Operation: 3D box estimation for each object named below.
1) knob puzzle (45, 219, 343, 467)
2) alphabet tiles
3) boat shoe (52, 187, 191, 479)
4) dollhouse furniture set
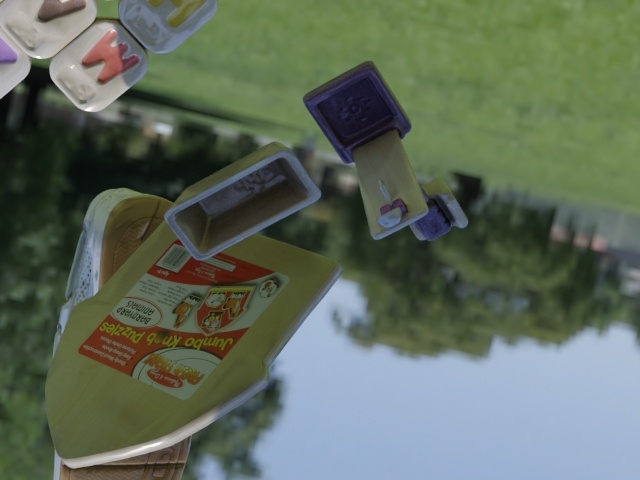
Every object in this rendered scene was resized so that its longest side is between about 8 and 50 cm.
[{"bbox_3d":[-0.096,0.073,1.256,0.213,0.213,0.030,16,149,46],"label":"knob puzzle"},{"bbox_3d":[-0.213,-0.232,1.444,0.284,0.278,0.021,47,-167,-21],"label":"alphabet tiles"},{"bbox_3d":[-0.152,0.097,1.457,0.098,0.277,0.096,6,-171,-29],"label":"boat shoe"},{"bbox_3d":[0.000,0.000,0.860,0.091,0.114,0.081,55,-167,-35],"label":"dollhouse furniture set"}]
